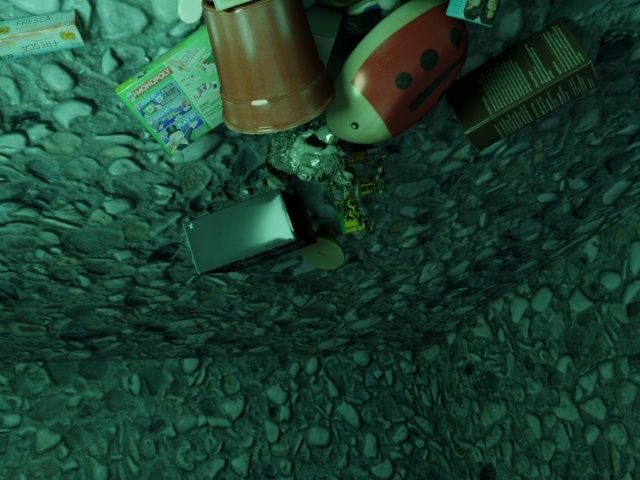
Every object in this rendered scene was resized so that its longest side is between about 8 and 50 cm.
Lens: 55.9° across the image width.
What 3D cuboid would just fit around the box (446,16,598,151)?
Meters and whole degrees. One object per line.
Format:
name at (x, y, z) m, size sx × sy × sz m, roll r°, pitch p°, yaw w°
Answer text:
box at (0.578, -0.446, 1.759) m, size 0.382 × 0.191 × 0.143 m, roll -27°, pitch 148°, yaw 22°

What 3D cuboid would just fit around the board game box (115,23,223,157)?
board game box at (-0.303, -0.374, 1.476) m, size 0.317 × 0.046 × 0.213 m, roll -35°, pitch 131°, yaw 0°

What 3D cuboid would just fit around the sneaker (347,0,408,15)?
sneaker at (0.146, -0.575, 1.474) m, size 0.152 × 0.058 × 0.084 m, roll -31°, pitch 139°, yaw 14°

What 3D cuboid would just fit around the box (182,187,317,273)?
box at (-0.224, -0.022, 2.016) m, size 0.344 × 0.178 × 0.312 m, roll -20°, pitch 174°, yaw 11°

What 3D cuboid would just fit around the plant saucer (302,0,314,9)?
plant saucer at (-0.089, -0.592, 1.361) m, size 0.195 × 0.037 × 0.195 m, roll -11°, pitch 149°, yaw -7°

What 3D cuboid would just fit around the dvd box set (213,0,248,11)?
dvd box set at (-0.043, -0.635, 1.093) m, size 0.421 × 0.062 × 0.307 m, roll -20°, pitch 122°, yaw -1°

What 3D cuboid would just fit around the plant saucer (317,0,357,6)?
plant saucer at (0.067, -0.607, 1.361) m, size 0.199 × 0.036 × 0.198 m, roll -23°, pitch 150°, yaw -14°

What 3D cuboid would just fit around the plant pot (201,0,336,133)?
plant pot at (-0.123, -0.418, 1.322) m, size 0.273 × 0.272 × 0.265 m, roll -15°, pitch 130°, yaw 0°

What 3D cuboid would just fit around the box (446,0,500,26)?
box at (0.380, -0.625, 1.378) m, size 0.101 × 0.060 × 0.244 m, roll 3°, pitch 114°, yaw -29°

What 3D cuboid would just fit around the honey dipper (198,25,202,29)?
honey dipper at (-0.260, -0.471, 1.504) m, size 0.031 × 0.030 × 0.160 m, roll -21°, pitch 146°, yaw 10°

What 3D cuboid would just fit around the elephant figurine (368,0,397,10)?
elephant figurine at (0.196, -0.621, 1.316) m, size 0.239 × 0.169 × 0.186 m, roll -38°, pitch -171°, yaw -29°

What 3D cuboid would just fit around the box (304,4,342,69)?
box at (-0.029, -0.448, 1.539) m, size 0.094 × 0.113 × 0.275 m, roll 17°, pitch 146°, yaw -4°

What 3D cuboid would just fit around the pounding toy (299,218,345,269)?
pounding toy at (0.000, 0.000, 2.374) m, size 0.183 × 0.110 × 0.237 m, roll -26°, pitch 121°, yaw 39°

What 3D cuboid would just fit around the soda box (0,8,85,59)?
soda box at (-0.620, -0.455, 1.332) m, size 0.183 × 0.058 × 0.063 m, roll -11°, pitch 150°, yaw -5°

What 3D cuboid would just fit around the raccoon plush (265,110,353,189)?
raccoon plush at (-0.030, -0.203, 1.785) m, size 0.216 × 0.299 × 0.446 m, roll -9°, pitch 150°, yaw -11°

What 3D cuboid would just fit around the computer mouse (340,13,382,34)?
computer mouse at (0.153, -0.533, 1.511) m, size 0.242 × 0.041 × 0.071 m, roll -11°, pitch -176°, yaw -31°

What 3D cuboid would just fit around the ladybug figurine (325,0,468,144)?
ladybug figurine at (0.211, -0.412, 1.512) m, size 0.449 × 0.162 × 0.305 m, roll -47°, pitch 150°, yaw 5°

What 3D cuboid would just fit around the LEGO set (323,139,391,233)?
LEGO set at (0.130, -0.190, 1.904) m, size 0.192 × 0.331 × 0.254 m, roll -12°, pitch 130°, yaw -9°

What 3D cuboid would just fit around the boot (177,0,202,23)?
boot at (-0.270, -0.569, 1.299) m, size 0.069 × 0.086 × 0.189 m, roll 14°, pitch 112°, yaw -26°
